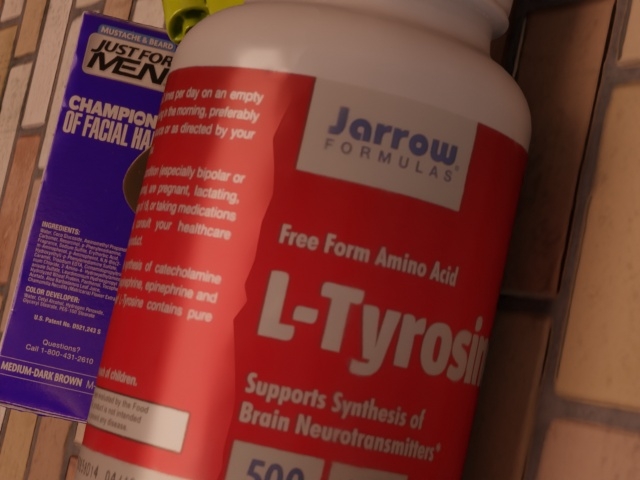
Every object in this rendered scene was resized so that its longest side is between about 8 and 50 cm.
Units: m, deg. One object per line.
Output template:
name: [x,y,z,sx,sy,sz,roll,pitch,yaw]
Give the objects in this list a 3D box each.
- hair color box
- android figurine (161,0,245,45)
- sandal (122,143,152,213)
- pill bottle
hair color box: [-0.197,-0.016,1.283,0.185,0.110,0.338,158,124,-84]
android figurine: [-0.017,-0.245,1.124,0.248,0.056,0.273,-28,45,16]
sandal: [-0.052,-0.097,1.161,0.240,0.088,0.079,-31,5,23]
pill bottle: [0.000,0.000,0.880,0.229,0.229,0.407,3,80,60]
